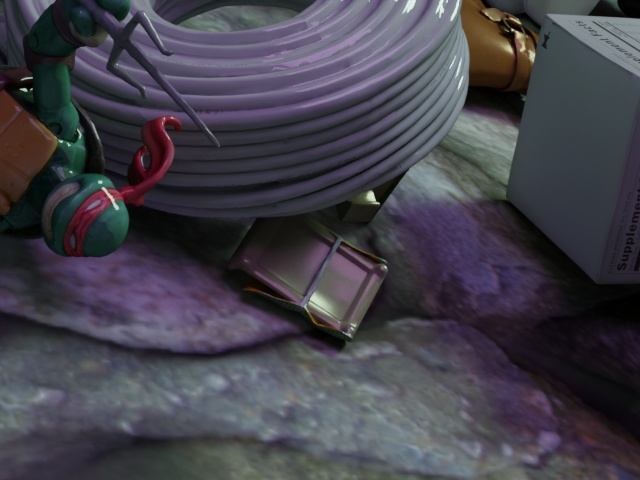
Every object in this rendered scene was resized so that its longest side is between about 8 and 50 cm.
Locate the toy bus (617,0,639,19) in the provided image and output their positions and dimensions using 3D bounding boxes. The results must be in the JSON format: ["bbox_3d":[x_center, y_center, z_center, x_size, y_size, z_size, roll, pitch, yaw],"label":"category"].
[{"bbox_3d":[0.317,-0.294,1.362,0.220,0.149,0.211,23,3,-6],"label":"toy bus"}]

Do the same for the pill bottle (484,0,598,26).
[{"bbox_3d":[0.163,-0.270,1.303,0.108,0.108,0.193,-9,44,-47],"label":"pill bottle"}]

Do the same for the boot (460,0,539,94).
[{"bbox_3d":[0.126,-0.135,1.092,0.152,0.073,0.197,22,31,-18],"label":"boot"}]

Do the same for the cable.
[{"bbox_3d":[-0.045,-0.122,0.812,0.257,0.089,0.257,-17,46,-16],"label":"cable"}]

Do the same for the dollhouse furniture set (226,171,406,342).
[{"bbox_3d":[0.000,0.000,0.813,0.076,0.058,0.151,33,47,-4],"label":"dollhouse furniture set"}]

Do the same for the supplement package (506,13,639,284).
[{"bbox_3d":[0.266,-0.060,0.949,0.244,0.134,0.139,0,25,-19],"label":"supplement package"}]

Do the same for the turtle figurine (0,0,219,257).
[{"bbox_3d":[-0.163,-0.051,0.663,0.234,0.175,0.118,34,-12,17],"label":"turtle figurine"}]
